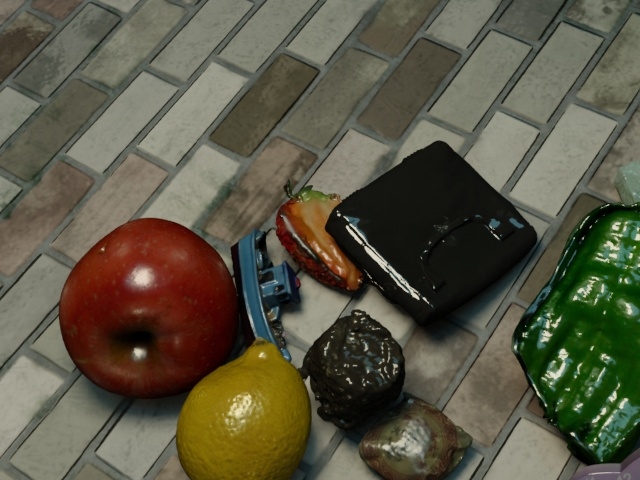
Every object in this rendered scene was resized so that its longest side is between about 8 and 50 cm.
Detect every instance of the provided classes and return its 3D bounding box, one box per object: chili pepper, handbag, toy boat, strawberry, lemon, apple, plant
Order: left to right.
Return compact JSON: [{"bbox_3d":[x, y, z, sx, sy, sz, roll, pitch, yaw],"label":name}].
[{"bbox_3d":[-0.247,0.095,1.538,0.260,0.260,0.216,-4,34,4],"label":"apple"},{"bbox_3d":[-0.103,0.255,1.459,0.187,0.187,0.244,19,84,16],"label":"lemon"},{"bbox_3d":[-0.075,0.087,1.614,0.097,0.100,0.223,-17,61,9],"label":"toy boat"},{"bbox_3d":[-0.001,-0.003,1.668,0.192,0.085,0.140,37,52,2],"label":"strawberry"},{"bbox_3d":[0.048,0.184,1.489,0.142,0.203,0.131,-32,69,-23],"label":"plant"},{"bbox_3d":[0.169,-0.011,1.624,0.275,0.088,0.244,-33,68,-34],"label":"handbag"},{"bbox_3d":[0.400,0.130,1.506,0.213,0.167,0.385,13,72,30],"label":"chili pepper"}]

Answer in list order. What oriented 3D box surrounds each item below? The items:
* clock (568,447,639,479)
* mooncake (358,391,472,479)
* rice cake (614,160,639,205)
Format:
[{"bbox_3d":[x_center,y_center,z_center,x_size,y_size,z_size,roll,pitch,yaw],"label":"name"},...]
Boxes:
[{"bbox_3d":[0.423,0.357,1.385,0.198,0.064,0.172,-27,91,19],"label":"clock"},{"bbox_3d":[0.130,0.288,1.485,0.125,0.073,0.130,35,70,22],"label":"mooncake"},{"bbox_3d":[0.512,-0.035,1.643,0.063,0.069,0.206,-12,60,-1],"label":"rice cake"}]
